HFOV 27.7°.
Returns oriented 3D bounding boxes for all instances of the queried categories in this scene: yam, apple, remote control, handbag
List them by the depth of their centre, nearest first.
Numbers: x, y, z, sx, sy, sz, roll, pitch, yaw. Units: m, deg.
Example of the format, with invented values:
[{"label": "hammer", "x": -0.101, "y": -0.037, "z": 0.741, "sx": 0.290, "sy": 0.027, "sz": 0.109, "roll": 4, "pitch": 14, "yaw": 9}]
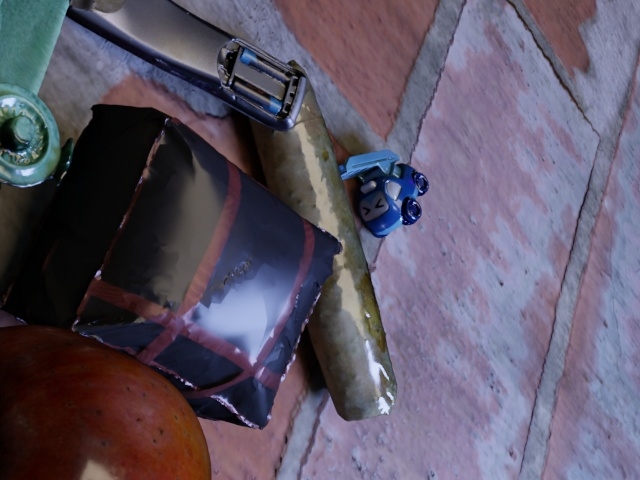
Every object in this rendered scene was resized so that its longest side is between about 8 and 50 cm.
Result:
[{"label": "apple", "x": -0.164, "y": 0.162, "z": 0.770, "sx": 0.234, "sy": 0.234, "sz": 0.234, "roll": 15, "pitch": 70, "yaw": -47}, {"label": "handbag", "x": -0.103, "y": 0.027, "z": 0.918, "sx": 0.215, "sy": 0.155, "sz": 0.169, "roll": 36, "pitch": 69, "yaw": -41}, {"label": "remote control", "x": -0.102, "y": -0.153, "z": 1.020, "sx": 0.212, "sy": 0.028, "sz": 0.059, "roll": 26, "pitch": 70, "yaw": -26}, {"label": "yam", "x": 0.000, "y": 0.000, "z": 1.112, "sx": 0.071, "sy": 0.067, "sz": 0.317, "roll": -19, "pitch": 95, "yaw": -30}]

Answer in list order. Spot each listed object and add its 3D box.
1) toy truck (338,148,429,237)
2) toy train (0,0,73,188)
[{"label": "toy truck", "x": 0.050, "y": -0.051, "z": 1.201, "sx": 0.090, "sy": 0.056, "sz": 0.073, "roll": 36, "pitch": 50, "yaw": -23}, {"label": "toy train", "x": -0.241, "y": -0.148, "z": 0.824, "sx": 0.202, "sy": 0.120, "sz": 0.301, "roll": 34, "pitch": 57, "yaw": -36}]
